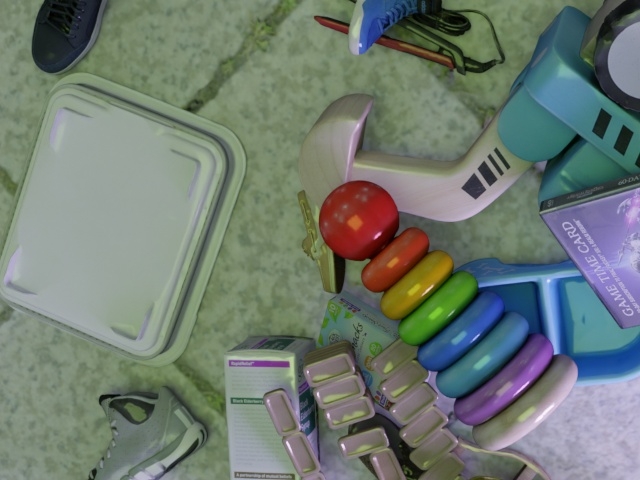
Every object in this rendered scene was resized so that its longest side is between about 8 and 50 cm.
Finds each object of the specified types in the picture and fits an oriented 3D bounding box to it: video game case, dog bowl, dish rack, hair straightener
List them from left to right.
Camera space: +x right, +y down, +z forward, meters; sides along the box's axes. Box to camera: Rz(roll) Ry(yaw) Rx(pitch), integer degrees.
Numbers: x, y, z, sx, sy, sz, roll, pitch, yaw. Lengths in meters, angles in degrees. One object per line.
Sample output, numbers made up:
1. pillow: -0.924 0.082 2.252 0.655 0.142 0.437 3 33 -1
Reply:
1. dish rack: -0.269 -0.022 1.506 0.285 0.072 0.333 22 101 10
2. hair straightener: 0.112 -0.260 1.395 0.230 0.047 0.089 22 102 9
3. dog bowl: 0.269 0.099 1.392 0.297 0.074 0.166 -7 96 15
4. video game case: 0.388 -0.004 1.203 0.274 0.026 0.196 -17 128 36

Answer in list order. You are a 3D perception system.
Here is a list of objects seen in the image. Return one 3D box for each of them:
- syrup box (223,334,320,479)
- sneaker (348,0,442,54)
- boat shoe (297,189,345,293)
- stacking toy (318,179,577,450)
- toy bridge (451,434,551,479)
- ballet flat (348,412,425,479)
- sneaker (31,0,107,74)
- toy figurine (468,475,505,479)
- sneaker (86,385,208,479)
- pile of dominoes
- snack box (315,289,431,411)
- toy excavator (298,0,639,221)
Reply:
1. syrup box: -0.057 0.242 1.476 0.096 0.093 0.237 0 97 14
2. sneaker: 0.092 -0.269 1.351 0.084 0.058 0.152 21 69 13
3. boat shoe: 0.000 0.000 1.457 0.045 0.050 0.135 -9 85 17
4. stacking toy: 0.126 0.066 1.304 0.141 0.141 0.330 -41 89 15
5. toy bridge: 0.243 0.295 1.448 0.188 0.026 0.063 35 103 5
6. ballet flat: 0.123 0.310 1.469 0.084 0.058 0.250 -43 92 -10
7. sneaker: -0.311 -0.301 1.431 0.086 0.163 0.226 33 105 5
8. toy figurine: 0.307 0.432 1.366 0.362 0.191 0.217 17 118 -7
9. sneaker: -0.266 0.269 1.543 0.228 0.086 0.132 -37 83 5
10. pile of dominoes: 0.062 0.236 1.413 0.195 0.040 0.251 -20 108 11
11. snack box: 0.064 0.138 1.429 0.141 0.037 0.100 32 126 24
12. toy excavator: 0.247 -0.108 1.306 0.433 0.222 0.445 36 121 -4
